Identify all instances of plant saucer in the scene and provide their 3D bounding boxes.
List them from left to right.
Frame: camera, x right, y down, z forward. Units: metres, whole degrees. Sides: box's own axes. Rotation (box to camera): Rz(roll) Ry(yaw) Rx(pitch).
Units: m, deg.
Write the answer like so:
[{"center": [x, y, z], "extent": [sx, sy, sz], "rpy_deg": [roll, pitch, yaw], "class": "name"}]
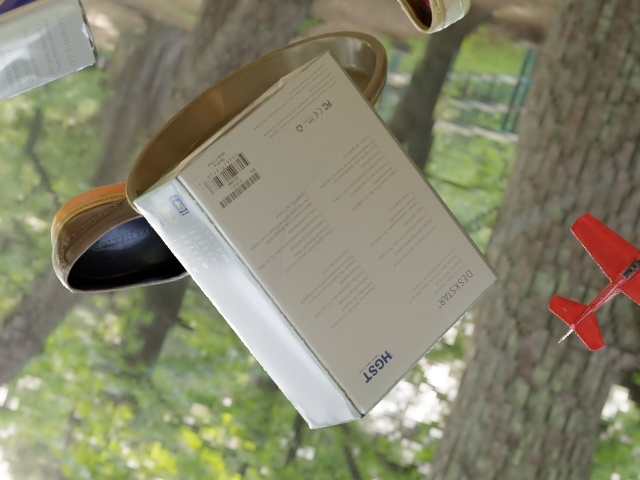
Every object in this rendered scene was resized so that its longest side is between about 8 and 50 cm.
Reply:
[{"center": [-0.055, -0.100, 1.455], "extent": [0.041, 0.278, 0.278], "rpy_deg": [58, 164, -26], "class": "plant saucer"}]

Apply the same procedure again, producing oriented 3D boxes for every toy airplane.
[{"center": [0.286, 0.045, 1.533], "extent": [0.151, 0.151, 0.028], "rpy_deg": [19, 177, 12], "class": "toy airplane"}]

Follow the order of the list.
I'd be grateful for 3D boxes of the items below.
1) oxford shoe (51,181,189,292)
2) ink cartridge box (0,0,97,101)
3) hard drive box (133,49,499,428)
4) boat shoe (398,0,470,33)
[{"center": [-0.105, -0.020, 1.645], "extent": [0.364, 0.130, 0.133], "rpy_deg": [-20, -156, 1], "class": "oxford shoe"}, {"center": [-0.355, -0.122, 1.097], "extent": [0.307, 0.072, 0.303], "rpy_deg": [-27, -150, -22], "class": "ink cartridge box"}, {"center": [0.000, 0.000, 1.223], "extent": [0.232, 0.181, 0.089], "rpy_deg": [53, 149, -8], "class": "hard drive box"}, {"center": [0.073, -0.266, 1.429], "extent": [0.170, 0.059, 0.063], "rpy_deg": [55, 142, -8], "class": "boat shoe"}]
